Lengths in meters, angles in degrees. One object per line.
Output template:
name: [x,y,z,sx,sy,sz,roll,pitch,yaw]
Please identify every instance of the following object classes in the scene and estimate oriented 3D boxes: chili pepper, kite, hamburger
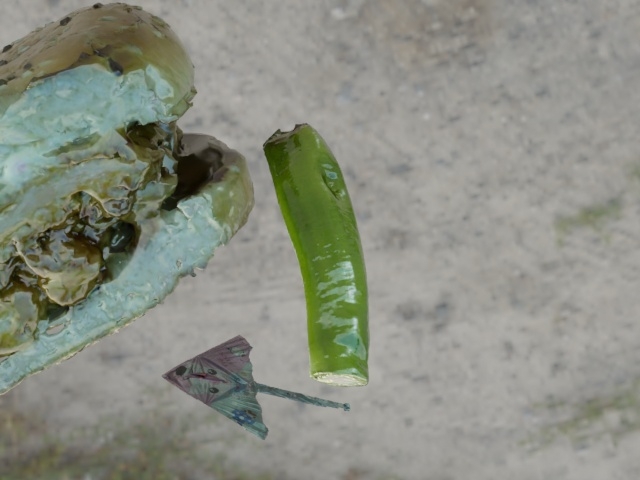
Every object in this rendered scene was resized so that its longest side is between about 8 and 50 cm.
chili pepper: [0.000,0.000,0.987,0.052,0.201,0.050,-14,153,3]
kite: [-0.051,0.114,1.203,0.153,0.137,0.005,9,120,-18]
hamburger: [-0.214,-0.031,1.108,0.318,0.277,0.195,-32,109,3]
